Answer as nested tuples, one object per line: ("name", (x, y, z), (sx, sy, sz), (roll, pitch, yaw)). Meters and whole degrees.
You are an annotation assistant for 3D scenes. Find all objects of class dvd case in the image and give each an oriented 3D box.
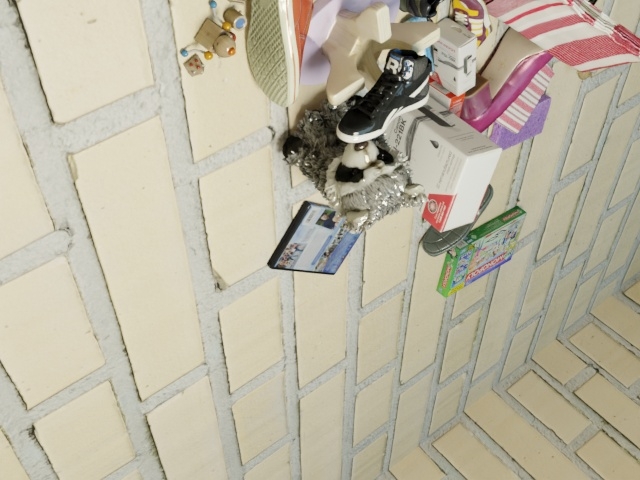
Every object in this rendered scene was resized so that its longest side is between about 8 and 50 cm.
("dvd case", (0.000, 0.000, 1.846), (0.253, 0.022, 0.180), (9, 119, -53))

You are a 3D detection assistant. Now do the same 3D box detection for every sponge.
("sponge", (0.549, -0.320, 2.138), (0.210, 0.031, 0.117), (-25, 140, -29))

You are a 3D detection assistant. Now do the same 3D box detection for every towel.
("towel", (0.526, -0.383, 2.019), (0.144, 0.029, 0.197), (18, 106, -48))
("towel", (0.515, -0.451, 1.653), (0.329, 0.237, 0.037), (25, 85, -22))

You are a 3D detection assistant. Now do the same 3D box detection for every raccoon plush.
("raccoon plush", (0.117, -0.099, 1.584), (0.216, 0.299, 0.446), (-38, 149, 9))

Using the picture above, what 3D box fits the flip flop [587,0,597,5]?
("flip flop", (0.634, -0.595, 1.900), (0.277, 0.080, 0.112), (-50, 147, 4))

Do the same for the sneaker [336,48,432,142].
("sneaker", (0.108, -0.267, 1.355), (0.217, 0.079, 0.121), (-36, 143, -30))

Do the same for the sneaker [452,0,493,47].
("sneaker", (0.316, -0.470, 1.672), (0.084, 0.069, 0.185), (-53, 146, 2))

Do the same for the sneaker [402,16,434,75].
("sneaker", (0.221, -0.413, 1.631), (0.073, 0.063, 0.162), (-46, 148, -9))

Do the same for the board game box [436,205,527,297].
("board game box", (0.512, 0.035, 2.459), (0.317, 0.046, 0.213), (-26, 141, -30))

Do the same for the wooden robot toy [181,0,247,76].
("wooden robot toy", (-0.154, -0.329, 1.266), (0.076, 0.079, 0.173), (15, 113, -54))

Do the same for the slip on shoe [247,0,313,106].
("slip on shoe", (-0.058, -0.374, 1.303), (0.101, 0.123, 0.331), (-30, 139, -32))

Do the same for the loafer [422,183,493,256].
("loafer", (0.398, -0.048, 2.198), (0.267, 0.096, 0.084), (-47, 154, -5))

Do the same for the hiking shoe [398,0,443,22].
("hiking shoe", (0.248, -0.525, 1.492), (0.086, 0.114, 0.227), (10, 117, -54))

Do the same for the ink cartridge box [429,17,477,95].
("ink cartridge box", (0.286, -0.398, 1.685), (0.056, 0.099, 0.135), (-35, 144, -17))

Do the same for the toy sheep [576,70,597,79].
("toy sheep", (0.740, -0.505, 2.120), (0.091, 0.091, 0.132), (-3, 113, -48))

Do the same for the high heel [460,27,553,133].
("high heel", (0.477, -0.411, 1.887), (0.377, 0.127, 0.181), (-34, 148, -3))

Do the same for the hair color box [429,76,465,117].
("hair color box", (0.272, -0.286, 1.794), (0.053, 0.093, 0.167), (-26, 142, -30))

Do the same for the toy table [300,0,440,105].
("toy table", (0.079, -0.361, 1.430), (0.274, 0.161, 0.252), (-43, 147, -6))

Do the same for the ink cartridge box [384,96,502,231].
("ink cartridge box", (0.238, -0.181, 1.702), (0.114, 0.273, 0.197), (-16, 136, -34))
